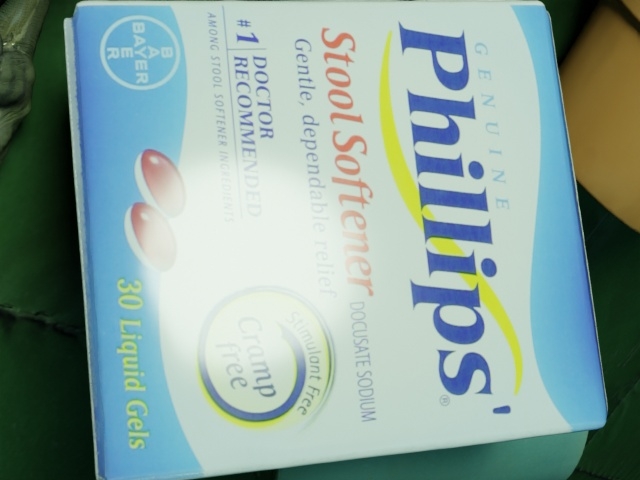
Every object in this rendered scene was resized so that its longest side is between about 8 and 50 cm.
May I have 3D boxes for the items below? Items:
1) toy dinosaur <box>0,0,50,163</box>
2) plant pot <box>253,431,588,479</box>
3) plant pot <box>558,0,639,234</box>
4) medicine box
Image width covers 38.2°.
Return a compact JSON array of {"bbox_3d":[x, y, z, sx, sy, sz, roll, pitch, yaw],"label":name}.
[{"bbox_3d":[-0.206,-0.101,0.547,0.268,0.064,0.118,-59,155,13],"label":"toy dinosaur"},{"bbox_3d":[0.046,0.096,0.786,0.235,0.293,0.293,-10,130,-18],"label":"plant pot"},{"bbox_3d":[0.351,-0.131,0.900,0.290,0.291,0.203,7,132,-47],"label":"plant pot"},{"bbox_3d":[0.000,0.000,0.578,0.289,0.264,0.149,-4,171,-13],"label":"medicine box"}]
